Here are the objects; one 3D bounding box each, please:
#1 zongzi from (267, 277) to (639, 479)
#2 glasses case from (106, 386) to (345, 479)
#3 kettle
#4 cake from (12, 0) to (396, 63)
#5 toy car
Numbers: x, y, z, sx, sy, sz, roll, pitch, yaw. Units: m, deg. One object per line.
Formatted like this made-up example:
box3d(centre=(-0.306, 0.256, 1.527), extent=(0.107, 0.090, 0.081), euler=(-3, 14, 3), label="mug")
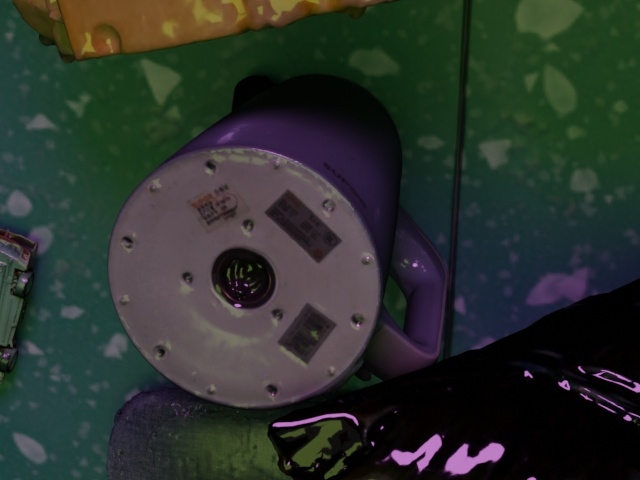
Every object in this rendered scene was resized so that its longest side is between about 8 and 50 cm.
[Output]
box3d(centre=(0.213, 0.182, 1.080), extent=(0.362, 0.383, 0.319), euler=(41, 119, 27), label="zongzi")
box3d(centre=(-0.014, 0.163, 1.300), extent=(0.282, 0.067, 0.109), euler=(3, 108, 11), label="glasses case")
box3d(centre=(0.000, 0.000, 1.141), extent=(0.210, 0.243, 0.160), euler=(43, 113, -5), label="kettle")
box3d(centre=(-0.080, -0.236, 1.078), extent=(0.286, 0.222, 0.227), euler=(-10, 107, 18), label="cake")
box3d(centre=(-0.238, 0.049, 1.314), extent=(0.059, 0.035, 0.122), euler=(18, 121, 3), label="toy car")
